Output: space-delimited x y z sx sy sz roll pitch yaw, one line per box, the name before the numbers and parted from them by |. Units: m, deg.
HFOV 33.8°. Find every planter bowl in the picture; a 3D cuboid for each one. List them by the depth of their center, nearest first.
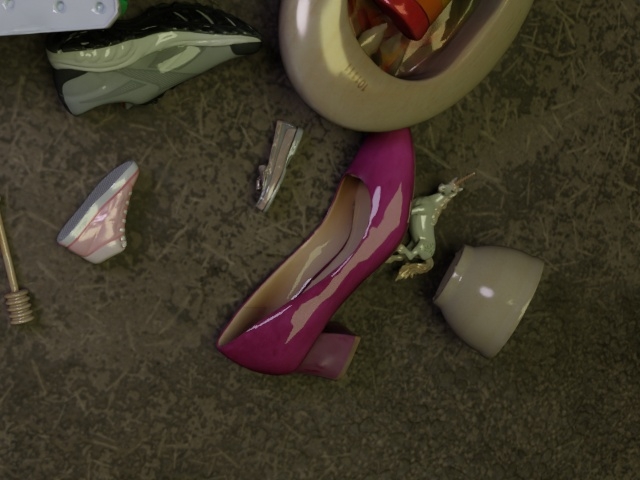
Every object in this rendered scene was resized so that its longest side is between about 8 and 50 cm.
planter bowl | 0.227 0.071 1.486 0.109 0.162 0.162 29 84 2

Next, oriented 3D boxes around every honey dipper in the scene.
honey dipper | -0.371 0.019 1.250 0.031 0.030 0.160 -13 99 -24

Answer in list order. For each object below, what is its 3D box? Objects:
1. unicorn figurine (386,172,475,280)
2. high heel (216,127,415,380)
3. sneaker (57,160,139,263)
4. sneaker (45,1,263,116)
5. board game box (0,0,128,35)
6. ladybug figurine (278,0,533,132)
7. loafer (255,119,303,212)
unicorn figurine | 0.140 -0.028 1.478 0.111 0.060 0.161 -4 115 -26
high heel | 0.000 0.000 1.369 0.181 0.127 0.377 16 90 -30
sneaker | -0.253 -0.030 1.287 0.070 0.051 0.134 42 82 -26
sneaker | -0.197 -0.220 1.274 0.272 0.100 0.108 -16 128 -26
board game box | -0.387 -0.396 1.045 0.390 0.050 0.389 -1 100 14
ladybug figurine | 0.113 -0.336 1.358 0.449 0.162 0.305 -48 113 -12
loafer | -0.063 -0.098 1.377 0.039 0.045 0.125 26 79 -9
